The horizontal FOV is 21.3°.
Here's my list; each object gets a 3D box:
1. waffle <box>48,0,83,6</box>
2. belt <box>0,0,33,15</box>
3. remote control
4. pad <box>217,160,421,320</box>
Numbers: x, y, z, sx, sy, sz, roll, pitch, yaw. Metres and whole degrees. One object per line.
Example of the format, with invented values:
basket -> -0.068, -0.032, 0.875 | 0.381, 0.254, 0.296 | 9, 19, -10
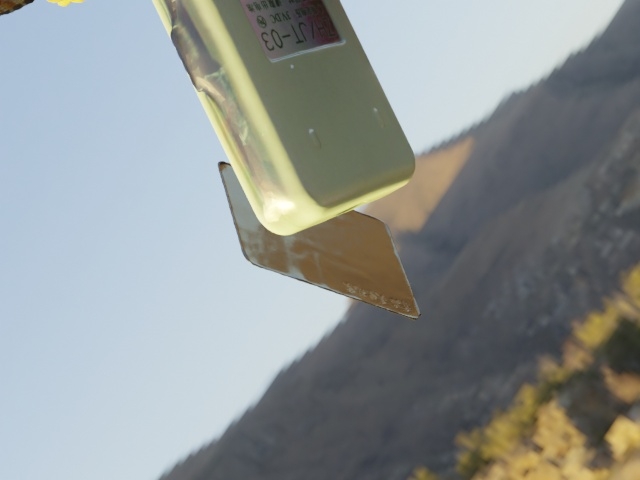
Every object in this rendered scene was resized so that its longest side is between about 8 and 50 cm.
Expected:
waffle -> -0.244, -0.308, 1.191 | 0.068, 0.325, 0.302 | -33, 38, 26
belt -> -0.305, -0.314, 1.445 | 0.160, 0.207, 0.295 | 28, -121, -75
remote control -> -0.049, -0.150, 1.023 | 0.056, 0.296, 0.140 | -28, -3, 35
pad -> 0.000, 0.000, 1.225 | 0.003, 0.157, 0.112 | -51, 37, 28
